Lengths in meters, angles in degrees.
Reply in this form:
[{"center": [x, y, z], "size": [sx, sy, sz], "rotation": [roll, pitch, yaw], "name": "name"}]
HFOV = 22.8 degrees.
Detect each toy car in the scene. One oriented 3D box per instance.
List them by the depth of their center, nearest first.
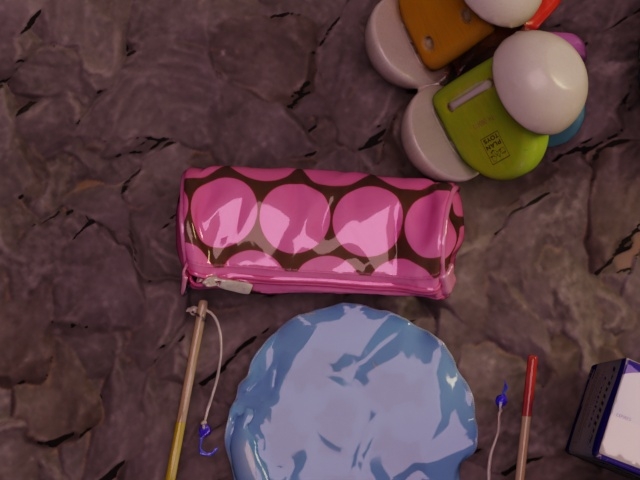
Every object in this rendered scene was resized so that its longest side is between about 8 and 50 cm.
[{"center": [0.131, -0.135, 1.159], "size": [0.136, 0.159, 0.182], "rotation": [-14, 79, -39], "name": "toy car"}]

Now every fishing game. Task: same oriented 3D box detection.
[{"center": [0.023, 0.141, 1.157], "size": [0.264, 0.041, 0.189], "rotation": [5, 85, 3], "name": "fishing game"}]

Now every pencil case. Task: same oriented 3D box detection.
[{"center": [0.000, 0.000, 1.151], "size": [0.209, 0.095, 0.098], "rotation": [1, 42, 2], "name": "pencil case"}]

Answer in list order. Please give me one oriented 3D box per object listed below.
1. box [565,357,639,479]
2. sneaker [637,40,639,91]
[{"center": [0.248, 0.139, 1.107], "size": [0.126, 0.137, 0.072], "rotation": [20, 84, 3], "name": "box"}, {"center": [0.322, -0.231, 1.192], "size": [0.139, 0.125, 0.341], "rotation": [14, 78, -26], "name": "sneaker"}]
